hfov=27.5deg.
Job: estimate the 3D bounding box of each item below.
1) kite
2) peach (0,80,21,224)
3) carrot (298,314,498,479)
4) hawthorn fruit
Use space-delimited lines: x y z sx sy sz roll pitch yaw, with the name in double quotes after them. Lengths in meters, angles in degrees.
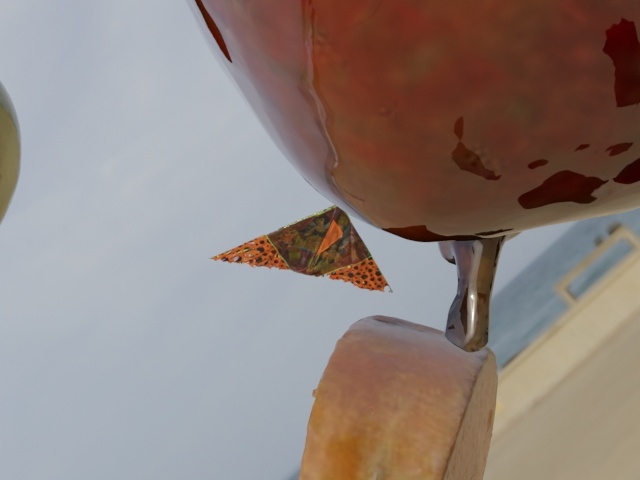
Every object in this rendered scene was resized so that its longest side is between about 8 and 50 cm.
0.000 0.001 1.440 0.008 0.222 0.125 -97 25 -45 "kite"
-0.442 -0.081 1.311 0.292 0.292 0.247 -45 -6 25 "peach"
0.043 0.199 0.864 0.258 0.100 0.307 78 -154 -49 "carrot"
0.077 -0.150 0.520 0.308 0.308 0.325 -41 -49 -4 "hawthorn fruit"
